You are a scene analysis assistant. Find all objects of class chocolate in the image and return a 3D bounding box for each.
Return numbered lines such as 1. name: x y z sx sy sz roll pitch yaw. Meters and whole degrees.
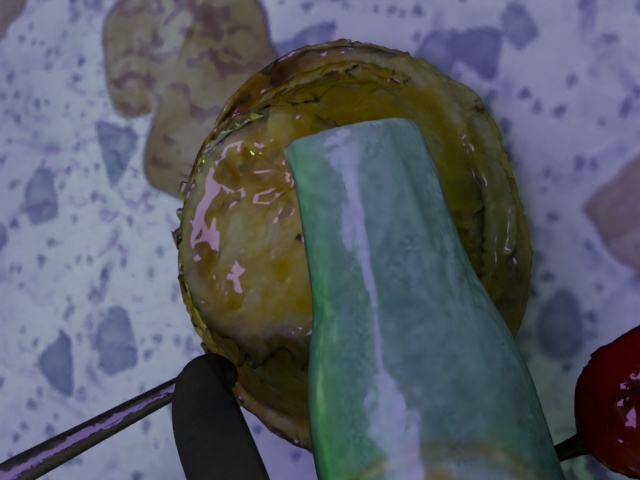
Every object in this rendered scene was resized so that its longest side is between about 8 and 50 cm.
1. chocolate: 0.047 0.098 0.643 0.110 0.110 0.291 -14 89 30

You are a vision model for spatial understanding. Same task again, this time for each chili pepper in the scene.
1. chili pepper: 0.166 0.035 0.645 0.268 0.050 0.059 -37 50 23

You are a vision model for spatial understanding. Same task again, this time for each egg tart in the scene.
1. egg tart: 0.000 0.000 0.743 0.191 0.074 0.191 -5 80 34

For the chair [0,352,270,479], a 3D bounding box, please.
1. chair: -0.094 0.189 0.693 0.272 0.166 0.188 -36 45 10
